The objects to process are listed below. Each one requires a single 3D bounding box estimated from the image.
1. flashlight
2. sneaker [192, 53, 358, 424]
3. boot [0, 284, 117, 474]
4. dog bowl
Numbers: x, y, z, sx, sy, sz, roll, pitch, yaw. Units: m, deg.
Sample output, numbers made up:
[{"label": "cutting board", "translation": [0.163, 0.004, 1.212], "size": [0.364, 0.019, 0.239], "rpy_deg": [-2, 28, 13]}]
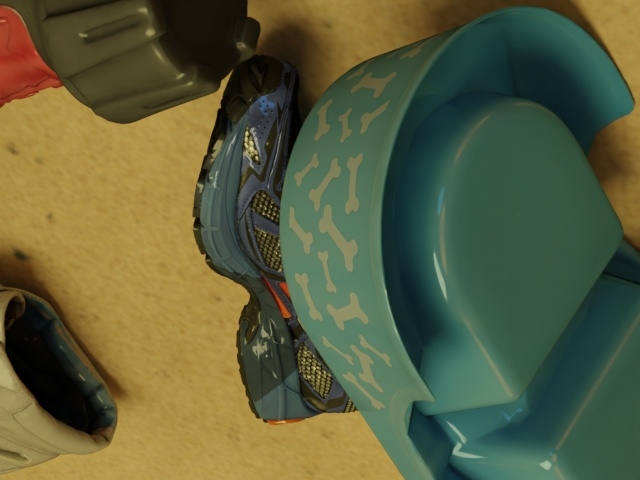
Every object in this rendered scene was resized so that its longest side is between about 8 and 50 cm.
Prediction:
[{"label": "flashlight", "translation": [-0.160, -0.069, 0.847], "size": [0.304, 0.103, 0.103], "rpy_deg": [-11, 126, 40]}, {"label": "sneaker", "translation": [0.000, 0.000, 0.859], "size": [0.087, 0.083, 0.221], "rpy_deg": [0, 140, 13]}, {"label": "boot", "translation": [-0.215, 0.033, 1.015], "size": [0.123, 0.095, 0.258], "rpy_deg": [-13, 134, 33]}, {"label": "dog bowl", "translation": [0.086, 0.041, 0.780], "size": [0.074, 0.166, 0.297], "rpy_deg": [2, 135, 45]}]
